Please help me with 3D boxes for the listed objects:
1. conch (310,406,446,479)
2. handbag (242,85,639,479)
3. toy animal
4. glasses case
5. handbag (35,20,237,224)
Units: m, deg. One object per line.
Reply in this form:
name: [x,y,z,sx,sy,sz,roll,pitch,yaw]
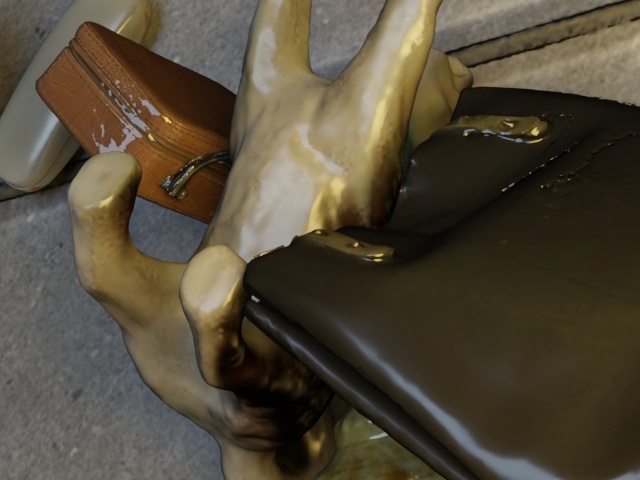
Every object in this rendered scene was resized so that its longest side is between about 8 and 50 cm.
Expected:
conch: [0.045,0.247,1.024,0.169,0.203,0.386,130,140,-63]
handbag: [0.137,0.027,0.954,0.288,0.342,0.152,26,132,26]
toy animal: [0.000,0.000,1.157,0.194,0.303,0.344,18,58,35]
glasses case: [-0.216,-0.135,1.471,0.081,0.051,0.204,35,93,39]
handbag: [-0.108,-0.078,1.275,0.072,0.193,0.151,-48,54,12]
